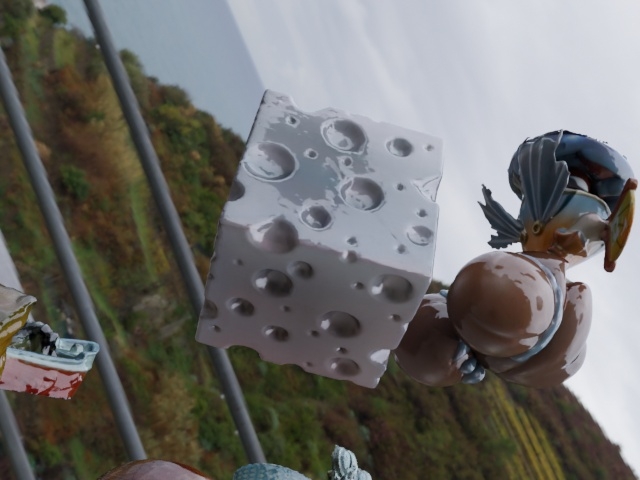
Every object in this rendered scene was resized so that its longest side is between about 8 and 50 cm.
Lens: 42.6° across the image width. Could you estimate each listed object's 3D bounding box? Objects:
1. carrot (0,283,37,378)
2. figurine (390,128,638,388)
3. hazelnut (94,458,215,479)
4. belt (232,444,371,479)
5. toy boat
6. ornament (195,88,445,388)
[{"bbox_3d":[-0.493,0.120,0.880,0.241,0.341,0.241,-166,-90,-88],"label":"carrot"},{"bbox_3d":[0.282,0.030,1.112,0.248,0.388,0.276,29,-31,-7],"label":"figurine"},{"bbox_3d":[-0.067,0.124,0.305,0.086,0.086,0.086,-23,90,-89],"label":"hazelnut"},{"bbox_3d":[0.020,0.199,0.542,0.179,0.100,0.065,44,41,-38],"label":"belt"},{"bbox_3d":[-0.441,0.144,1.195,0.332,0.145,0.133,35,70,-60],"label":"toy boat"},{"bbox_3d":[0.000,0.000,1.024,0.239,0.240,0.239,109,-5,-47],"label":"ornament"}]
